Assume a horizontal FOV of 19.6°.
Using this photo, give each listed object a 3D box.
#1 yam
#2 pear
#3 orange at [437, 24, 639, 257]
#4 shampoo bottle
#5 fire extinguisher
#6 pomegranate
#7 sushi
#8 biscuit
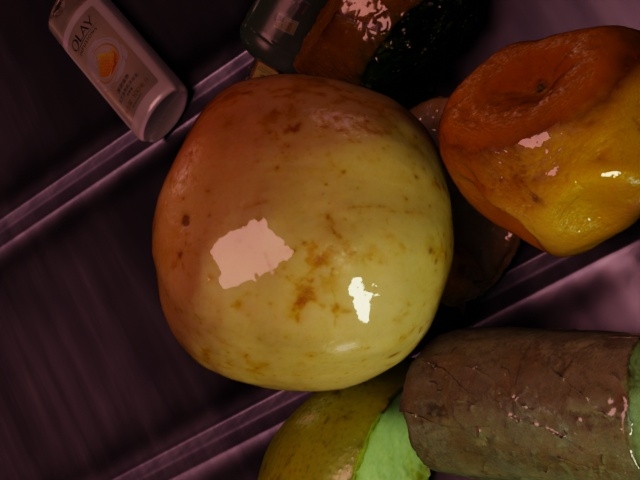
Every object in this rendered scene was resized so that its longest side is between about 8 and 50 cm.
[{"bbox_3d":[0.220,0.159,1.753,0.268,0.161,0.161,-1,87,42],"label":"yam"},{"bbox_3d":[-0.005,0.266,1.965,0.239,0.139,0.288,1,88,51],"label":"pear"},{"bbox_3d":[0.242,-0.094,1.737,0.249,0.183,0.249,-25,29,15],"label":"orange"},{"bbox_3d":[-0.246,-0.219,2.235,0.227,0.056,0.086,50,117,31],"label":"shampoo bottle"},{"bbox_3d":[-0.004,-0.272,2.011,0.114,0.095,0.311,35,112,4],"label":"fire extinguisher"},{"bbox_3d":[0.000,0.000,1.839,0.342,0.342,0.342,-3,86,40],"label":"pomegranate"},{"bbox_3d":[0.070,-0.217,1.923,0.287,0.140,0.149,-60,15,20],"label":"sushi"},{"bbox_3d":[0.129,-0.042,1.924,0.220,0.033,0.219,0,90,42],"label":"biscuit"}]
